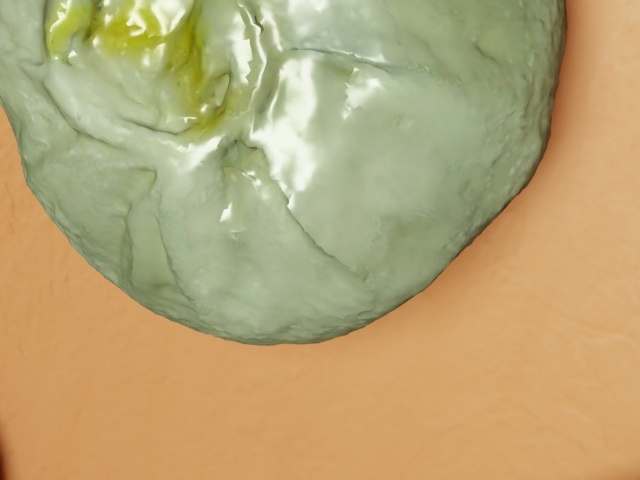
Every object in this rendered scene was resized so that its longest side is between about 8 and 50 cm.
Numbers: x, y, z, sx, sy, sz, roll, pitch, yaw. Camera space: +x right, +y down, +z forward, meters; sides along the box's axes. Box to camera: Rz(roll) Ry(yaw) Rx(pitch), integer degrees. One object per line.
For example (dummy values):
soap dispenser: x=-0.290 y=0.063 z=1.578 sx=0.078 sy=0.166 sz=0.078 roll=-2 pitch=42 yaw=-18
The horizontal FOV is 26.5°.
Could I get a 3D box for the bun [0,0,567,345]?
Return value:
bun: x=-0.038 y=-0.110 z=0.766 sx=0.361 sy=0.211 sz=0.362 roll=4 pitch=103 yaw=16
